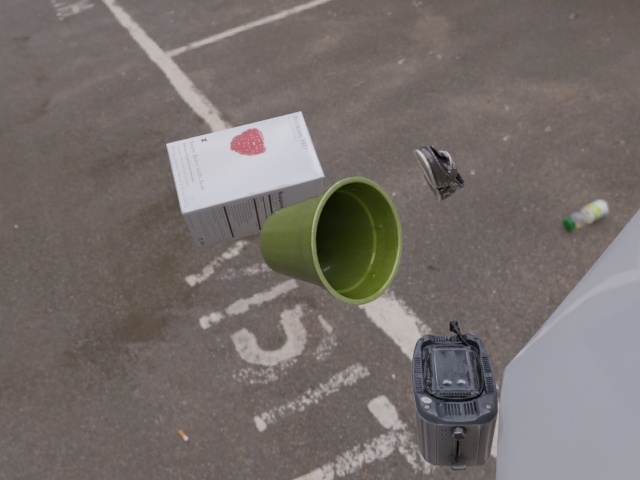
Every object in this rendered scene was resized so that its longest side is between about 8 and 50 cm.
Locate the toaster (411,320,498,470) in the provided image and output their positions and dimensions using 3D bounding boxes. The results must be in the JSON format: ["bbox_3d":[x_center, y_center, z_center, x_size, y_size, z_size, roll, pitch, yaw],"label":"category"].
[{"bbox_3d":[0.214,0.257,0.948,0.129,0.146,0.227,-2,32,7],"label":"toaster"}]

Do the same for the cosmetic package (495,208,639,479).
[{"bbox_3d":[0.391,0.206,0.455,0.394,0.329,0.327,24,40,3],"label":"cosmetic package"}]

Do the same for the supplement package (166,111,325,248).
[{"bbox_3d":[-0.153,-0.127,1.239,0.293,0.175,0.177,-16,66,-8],"label":"supplement package"}]

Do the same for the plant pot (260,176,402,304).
[{"bbox_3d":[0.000,0.000,0.404,0.079,0.083,0.083,1,33,48],"label":"plant pot"}]

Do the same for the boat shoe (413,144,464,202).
[{"bbox_3d":[0.310,-0.183,1.479,0.095,0.335,0.112,-30,74,10],"label":"boat shoe"}]
